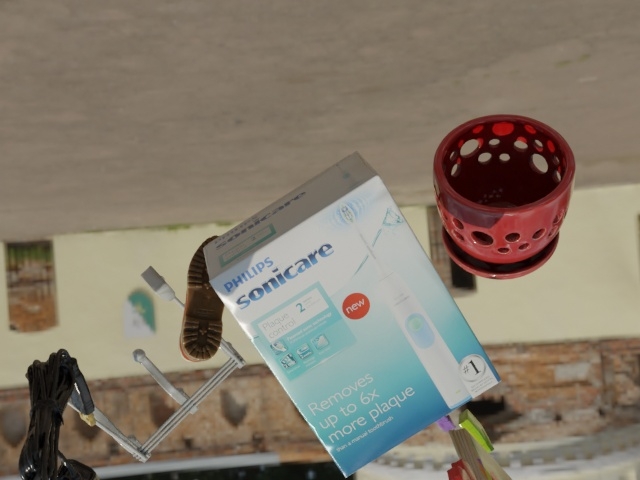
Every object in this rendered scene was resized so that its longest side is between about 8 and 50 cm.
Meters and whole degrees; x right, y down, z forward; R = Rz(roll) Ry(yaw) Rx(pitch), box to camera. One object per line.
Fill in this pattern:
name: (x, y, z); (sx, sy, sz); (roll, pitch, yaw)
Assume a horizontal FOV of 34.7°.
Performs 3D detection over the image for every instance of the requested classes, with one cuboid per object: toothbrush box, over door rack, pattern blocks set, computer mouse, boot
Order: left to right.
computer mouse: (-0.216, 0.225, 0.891); (0.060, 0.262, 0.184); (-14, -146, 0)
over door rack: (-0.271, 0.184, 1.549); (0.108, 0.239, 0.324); (40, 172, 33)
boot: (-0.143, 0.073, 1.251); (0.059, 0.158, 0.084); (15, 162, -10)
toothbrush box: (0.035, 0.083, 1.171); (0.216, 0.295, 0.126); (-31, -161, 1)
pattern blocks set: (0.251, 0.361, 1.484); (0.026, 0.325, 0.285); (-33, -153, 13)

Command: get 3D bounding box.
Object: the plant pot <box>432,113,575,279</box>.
plant pot: (0.257, -0.054, 1.438); (0.191, 0.191, 0.174); (-5, 140, 7)
